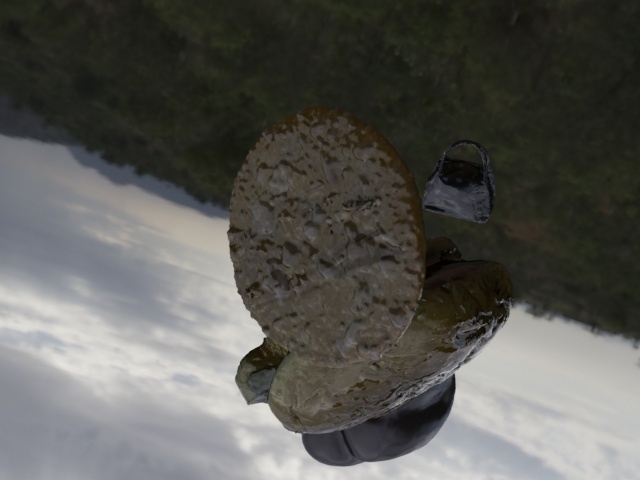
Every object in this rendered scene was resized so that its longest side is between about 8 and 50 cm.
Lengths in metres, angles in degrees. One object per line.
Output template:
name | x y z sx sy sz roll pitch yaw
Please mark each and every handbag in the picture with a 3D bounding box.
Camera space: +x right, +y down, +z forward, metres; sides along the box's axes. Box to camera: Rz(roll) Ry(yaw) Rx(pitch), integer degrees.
handbag | 0.232 -0.108 1.524 0.115 0.139 0.072 15 -134 11

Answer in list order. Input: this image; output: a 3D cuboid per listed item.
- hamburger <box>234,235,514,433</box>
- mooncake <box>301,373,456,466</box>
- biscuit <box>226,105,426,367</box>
hamburger | 0.063 0.109 0.984 0.134 0.285 0.265 53 -149 14
mooncake | 0.049 0.177 1.234 0.244 0.245 0.133 21 -158 38
biscuit | 0.001 0.000 0.783 0.219 0.220 0.033 20 -161 37
